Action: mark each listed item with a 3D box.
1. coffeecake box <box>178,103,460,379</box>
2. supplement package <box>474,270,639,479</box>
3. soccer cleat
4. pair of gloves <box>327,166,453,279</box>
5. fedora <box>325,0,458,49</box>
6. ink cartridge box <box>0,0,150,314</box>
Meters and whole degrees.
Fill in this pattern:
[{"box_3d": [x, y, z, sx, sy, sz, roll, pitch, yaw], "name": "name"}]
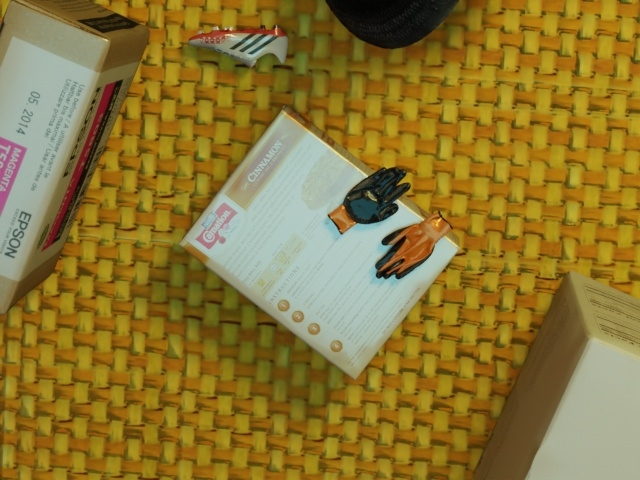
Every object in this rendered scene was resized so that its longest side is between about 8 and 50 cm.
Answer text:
[{"box_3d": [0.000, 0.000, 1.584, 0.185, 0.068, 0.142, 38, 98, -3], "name": "coffeecake box"}, {"box_3d": [0.250, 0.172, 1.501, 0.198, 0.262, 0.199, 23, 100, -1], "name": "supplement package"}, {"box_3d": [-0.068, -0.160, 1.583, 0.083, 0.029, 0.035, -3, 95, -1], "name": "soccer cleat"}, {"box_3d": [0.056, -0.014, 1.541, 0.074, 0.010, 0.083, -40, 92, 7], "name": "pair of gloves"}, {"box_3d": [0.115, -0.308, 1.461, 0.152, 0.334, 0.334, 3, 101, -28], "name": "fedora"}, {"box_3d": [-0.228, -0.075, 1.522, 0.088, 0.193, 0.234, 23, 100, -1], "name": "ink cartridge box"}]
